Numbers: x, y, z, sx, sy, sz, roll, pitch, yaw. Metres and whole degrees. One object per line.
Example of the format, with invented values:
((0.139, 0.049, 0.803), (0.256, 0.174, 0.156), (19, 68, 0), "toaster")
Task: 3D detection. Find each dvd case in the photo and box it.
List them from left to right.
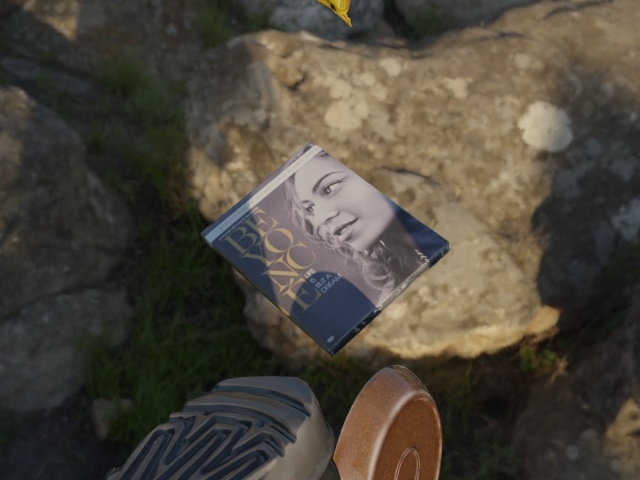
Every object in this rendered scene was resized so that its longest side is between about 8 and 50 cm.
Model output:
((0.000, 0.000, 1.025), (0.164, 0.018, 0.221), (-41, 53, -13), "dvd case")

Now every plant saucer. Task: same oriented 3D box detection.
((0.059, 0.185, 0.789), (0.029, 0.168, 0.168), (6, 18, 30), "plant saucer")

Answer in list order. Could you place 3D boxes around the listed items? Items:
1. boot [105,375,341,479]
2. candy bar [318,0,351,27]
((-0.052, 0.361, 0.574), (0.367, 0.445, 0.146), (-36, 27, -31), "boot")
((0.010, -0.190, 0.587), (0.018, 0.161, 0.040), (-38, 70, -22), "candy bar")
